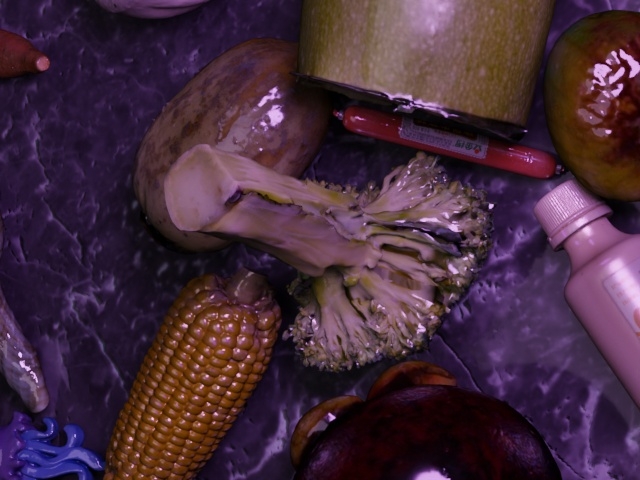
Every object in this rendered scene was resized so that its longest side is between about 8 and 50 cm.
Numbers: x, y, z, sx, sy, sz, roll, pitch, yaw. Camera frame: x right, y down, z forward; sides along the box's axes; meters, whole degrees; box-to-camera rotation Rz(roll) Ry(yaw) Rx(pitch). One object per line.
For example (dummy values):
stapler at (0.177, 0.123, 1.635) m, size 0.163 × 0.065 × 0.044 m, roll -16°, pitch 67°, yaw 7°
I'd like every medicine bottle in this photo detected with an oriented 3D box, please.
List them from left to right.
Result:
medicine bottle at (0.309, 0.053, 1.668) m, size 0.114 × 0.114 × 0.252 m, roll -39°, pitch 74°, yaw 20°

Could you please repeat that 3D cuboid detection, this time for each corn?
corn at (-0.153, 0.176, 1.877) m, size 0.130 × 0.130 × 0.347 m, roll 36°, pitch 107°, yaw 21°

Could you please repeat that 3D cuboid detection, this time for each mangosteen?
mangosteen at (0.087, 0.275, 1.688) m, size 0.307 × 0.307 × 0.347 m, roll -61°, pitch 38°, yaw 13°

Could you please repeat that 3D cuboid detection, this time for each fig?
fig at (0.303, -0.143, 1.645) m, size 0.181 × 0.181 × 0.191 m, roll -44°, pitch 44°, yaw 19°

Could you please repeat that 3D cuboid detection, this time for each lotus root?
lotus root at (-0.088, -0.119, 1.839) m, size 0.173 × 0.173 × 0.309 m, roll 44°, pitch 100°, yaw 18°

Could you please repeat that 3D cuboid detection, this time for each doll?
doll at (-0.343, 0.265, 2.004) m, size 0.205 × 0.067 × 0.110 m, roll 5°, pitch 78°, yaw 14°

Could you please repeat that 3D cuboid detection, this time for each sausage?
sausage at (0.135, -0.103, 1.738) m, size 0.253 × 0.034 × 0.034 m, roll 13°, pitch 97°, yaw -6°

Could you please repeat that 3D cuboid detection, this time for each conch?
conch at (-0.464, 0.043, 2.006) m, size 0.203 × 0.169 × 0.386 m, roll -28°, pitch 75°, yaw 48°

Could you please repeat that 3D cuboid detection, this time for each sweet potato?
sweet potato at (-0.449, -0.243, 2.048) m, size 0.314 × 0.066 × 0.072 m, roll 12°, pitch 89°, yaw 27°

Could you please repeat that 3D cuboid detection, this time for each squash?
squash at (0.122, -0.312, 1.672) m, size 0.263 × 0.263 × 0.385 m, roll 14°, pitch 96°, yaw 24°

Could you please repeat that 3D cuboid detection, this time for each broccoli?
broccoli at (-0.015, 0.003, 1.691) m, size 0.252 × 0.361 × 0.221 m, roll -31°, pitch 56°, yaw 54°

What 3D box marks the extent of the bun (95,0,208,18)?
bun at (-0.139, -0.364, 1.858) m, size 0.263 × 0.175 × 0.263 m, roll -33°, pitch 50°, yaw 51°
